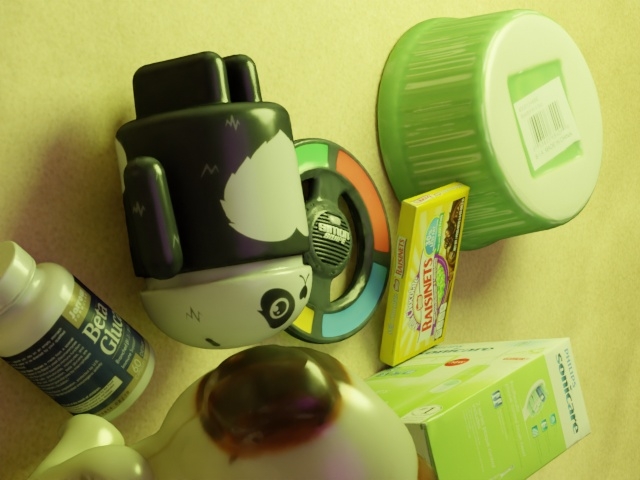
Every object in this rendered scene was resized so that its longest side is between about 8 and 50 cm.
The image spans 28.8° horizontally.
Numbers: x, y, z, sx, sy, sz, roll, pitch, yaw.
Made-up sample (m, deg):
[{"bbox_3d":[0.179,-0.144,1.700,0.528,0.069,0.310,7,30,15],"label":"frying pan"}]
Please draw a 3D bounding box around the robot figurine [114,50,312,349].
[{"bbox_3d":[-0.098,-0.036,1.186,0.209,0.173,0.278,-9,90,-24],"label":"robot figurine"}]

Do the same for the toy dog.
[{"bbox_3d":[-0.102,0.258,0.954,0.284,0.395,0.408,43,78,-24],"label":"toy dog"}]

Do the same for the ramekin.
[{"bbox_3d":[0.224,-0.143,1.561,0.303,0.148,0.303,8,79,-46],"label":"ramekin"}]

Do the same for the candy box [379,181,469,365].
[{"bbox_3d":[0.121,0.040,1.457,0.105,0.027,0.205,-19,124,-43],"label":"candy box"}]

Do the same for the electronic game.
[{"bbox_3d":[0.000,0.000,1.379,0.229,0.048,0.229,8,79,-45],"label":"electronic game"}]

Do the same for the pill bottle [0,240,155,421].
[{"bbox_3d":[-0.232,0.079,1.089,0.169,0.094,0.094,47,54,-32],"label":"pill bottle"}]

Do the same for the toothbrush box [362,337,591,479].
[{"bbox_3d":[0.131,0.207,1.374,0.283,0.206,0.122,-19,98,-45],"label":"toothbrush box"}]
